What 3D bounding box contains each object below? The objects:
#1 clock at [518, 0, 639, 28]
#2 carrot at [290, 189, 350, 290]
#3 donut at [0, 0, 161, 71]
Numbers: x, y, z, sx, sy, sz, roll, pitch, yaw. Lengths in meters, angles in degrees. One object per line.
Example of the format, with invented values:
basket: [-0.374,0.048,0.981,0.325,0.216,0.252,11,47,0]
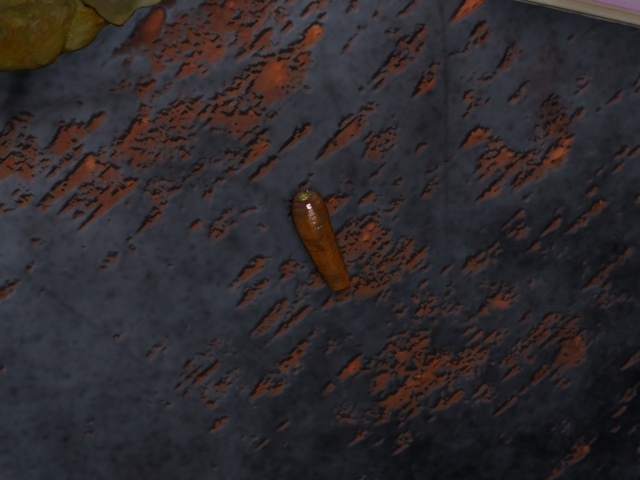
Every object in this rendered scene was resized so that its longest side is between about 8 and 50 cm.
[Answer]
clock: [0.224,-0.249,1.300,0.192,0.071,0.147,10,111,-21]
carrot: [0.000,0.000,1.372,0.032,0.032,0.093,-25,123,-5]
donut: [-0.210,-0.275,1.079,0.360,0.170,0.360,-5,132,-6]
